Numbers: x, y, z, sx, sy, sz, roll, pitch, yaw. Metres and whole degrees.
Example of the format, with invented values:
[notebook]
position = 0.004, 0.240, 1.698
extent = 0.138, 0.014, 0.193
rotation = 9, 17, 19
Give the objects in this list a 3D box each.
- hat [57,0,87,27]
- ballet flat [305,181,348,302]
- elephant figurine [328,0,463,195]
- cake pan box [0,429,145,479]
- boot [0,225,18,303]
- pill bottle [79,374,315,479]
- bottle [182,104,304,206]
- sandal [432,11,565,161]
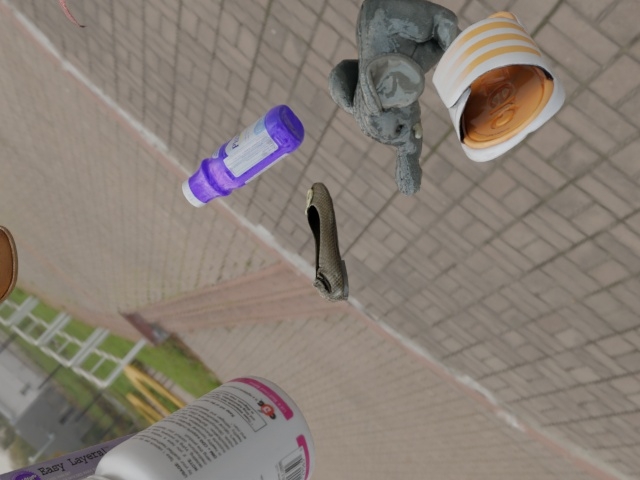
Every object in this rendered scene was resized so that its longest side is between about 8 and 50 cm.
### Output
[hat]
position = -0.422, -0.401, 1.142
extent = 0.183, 0.173, 0.209
rotation = -147, 52, -75
[ballet flat]
position = 0.000, 0.000, 1.419
extent = 0.084, 0.058, 0.250
rotation = 94, 168, -53
[elephant figurine]
position = 0.095, -0.217, 1.180
extent = 0.186, 0.239, 0.169
rotation = 24, 173, 16
[cake pan box]
position = -0.299, 0.369, 1.033
extent = 0.070, 0.267, 0.246
rotation = 31, 113, 32
[boot]
position = -0.498, 0.065, 1.140
extent = 0.073, 0.197, 0.152
rotation = 9, 174, 24
[pill bottle]
position = -0.153, 0.280, 0.953
extent = 0.160, 0.283, 0.160
rotation = 17, 118, 36
[bottle]
position = -0.164, -0.168, 1.738
extent = 0.283, 0.118, 0.092
rotation = -32, 111, 23
[sandal]
position = 0.146, -0.163, 0.769
extent = 0.076, 0.102, 0.265
rotation = 42, -155, -22
